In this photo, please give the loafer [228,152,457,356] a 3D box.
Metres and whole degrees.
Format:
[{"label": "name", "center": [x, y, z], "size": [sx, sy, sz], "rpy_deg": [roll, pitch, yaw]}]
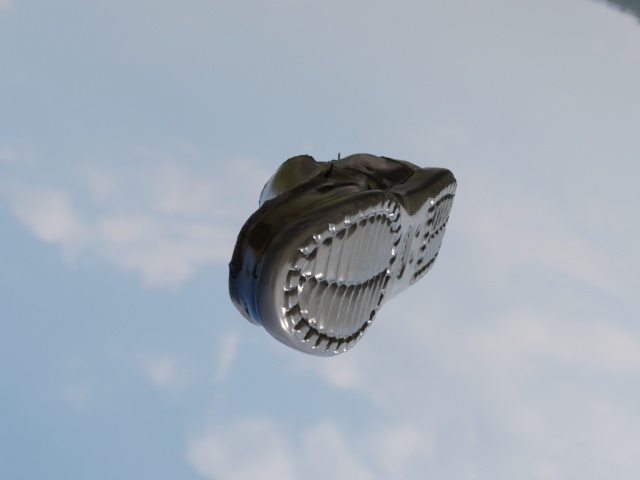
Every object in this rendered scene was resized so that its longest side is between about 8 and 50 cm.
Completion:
[{"label": "loafer", "center": [0.000, 0.000, 0.772], "size": [0.078, 0.080, 0.220], "rpy_deg": [18, -167, 17]}]
